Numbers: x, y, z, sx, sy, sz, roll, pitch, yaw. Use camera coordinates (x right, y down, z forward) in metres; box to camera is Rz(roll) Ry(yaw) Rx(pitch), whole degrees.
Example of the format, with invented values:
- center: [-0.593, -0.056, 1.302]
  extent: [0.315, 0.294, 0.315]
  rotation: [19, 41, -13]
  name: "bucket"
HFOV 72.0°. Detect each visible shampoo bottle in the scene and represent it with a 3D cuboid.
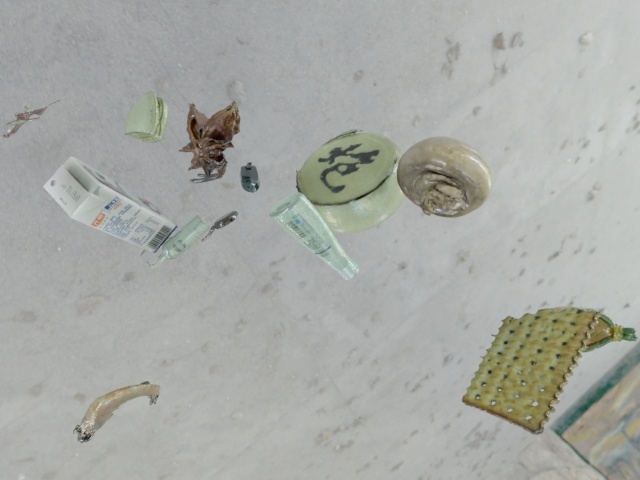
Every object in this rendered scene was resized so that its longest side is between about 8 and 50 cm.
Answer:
- center: [0.000, 0.000, 0.746]
  extent: [0.069, 0.041, 0.190]
  rotation: [-30, 123, 23]
  name: "shampoo bottle"
- center: [-0.400, 0.012, 1.239]
  extent: [0.195, 0.056, 0.056]
  rotation: [-45, 137, -12]
  name: "shampoo bottle"

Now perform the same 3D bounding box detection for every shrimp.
- center: [-0.425, 0.351, 0.922]
  extent: [0.219, 0.046, 0.152]
  rotation: [-44, 157, 25]
  name: "shrimp"

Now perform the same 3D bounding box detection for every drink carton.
- center: [-0.514, -0.077, 1.112]
  extent: [0.106, 0.131, 0.315]
  rotation: [-51, 159, -3]
  name: "drink carton"

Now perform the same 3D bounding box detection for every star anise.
- center: [-0.352, -0.287, 1.374]
  extent: [0.148, 0.237, 0.346]
  rotation: [-20, 157, -39]
  name: "star anise"

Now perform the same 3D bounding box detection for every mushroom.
- center: [0.290, -0.139, 1.058]
  extent: [0.226, 0.227, 0.177]
  rotation: [46, 62, -46]
  name: "mushroom"

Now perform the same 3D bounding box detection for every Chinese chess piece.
- center: [0.096, -0.186, 1.361]
  extent: [0.349, 0.349, 0.146]
  rotation: [-38, 135, -8]
  name: "Chinese chess piece"

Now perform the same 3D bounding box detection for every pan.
- center: [-0.429, -0.062, 1.839]
  extent: [0.212, 0.114, 0.040]
  rotation: [-33, 105, 19]
  name: "pan"

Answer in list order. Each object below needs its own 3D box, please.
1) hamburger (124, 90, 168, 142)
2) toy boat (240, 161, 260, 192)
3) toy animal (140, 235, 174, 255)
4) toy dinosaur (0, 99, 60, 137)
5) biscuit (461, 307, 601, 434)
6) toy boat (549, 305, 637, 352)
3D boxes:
- center: [-0.313, -0.228, 0.809]
  extent: [0.054, 0.121, 0.084]
  rotation: [14, 90, -37]
  name: "hamburger"
- center: [-0.211, -0.180, 1.324]
  extent: [0.055, 0.141, 0.060]
  rotation: [-5, 125, -11]
  name: "toy boat"
- center: [-0.590, 0.015, 1.622]
  extent: [0.155, 0.095, 0.219]
  rotation: [-49, 153, -11]
  name: "toy animal"
- center: [-0.800, -0.329, 1.189]
  extent: [0.220, 0.108, 0.032]
  rotation: [-33, 129, 0]
  name: "toy dinosaur"
- center: [0.304, 0.176, 0.652]
  extent: [0.016, 0.144, 0.203]
  rotation: [47, 68, -23]
  name: "biscuit"
- center: [0.434, 0.159, 0.755]
  extent: [0.230, 0.088, 0.088]
  rotation: [1, 98, -22]
  name: "toy boat"
